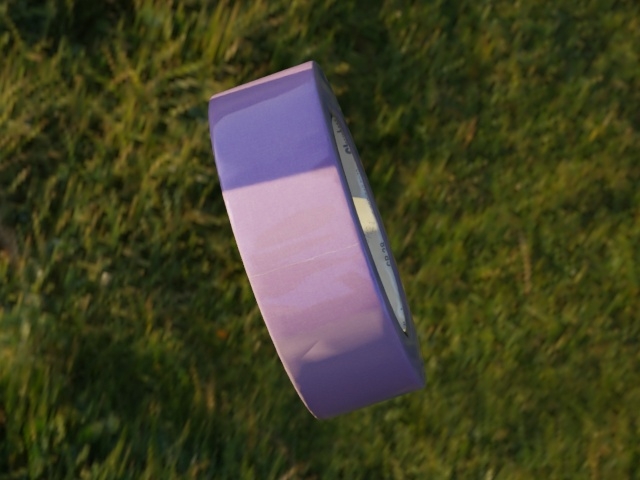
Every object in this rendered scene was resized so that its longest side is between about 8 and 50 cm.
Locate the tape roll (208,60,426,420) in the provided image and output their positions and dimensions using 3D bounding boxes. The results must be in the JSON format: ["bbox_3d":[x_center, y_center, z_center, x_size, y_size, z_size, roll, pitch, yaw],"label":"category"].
[{"bbox_3d":[0.000,0.000,1.267,0.090,0.275,0.275,-18,53,6],"label":"tape roll"}]
